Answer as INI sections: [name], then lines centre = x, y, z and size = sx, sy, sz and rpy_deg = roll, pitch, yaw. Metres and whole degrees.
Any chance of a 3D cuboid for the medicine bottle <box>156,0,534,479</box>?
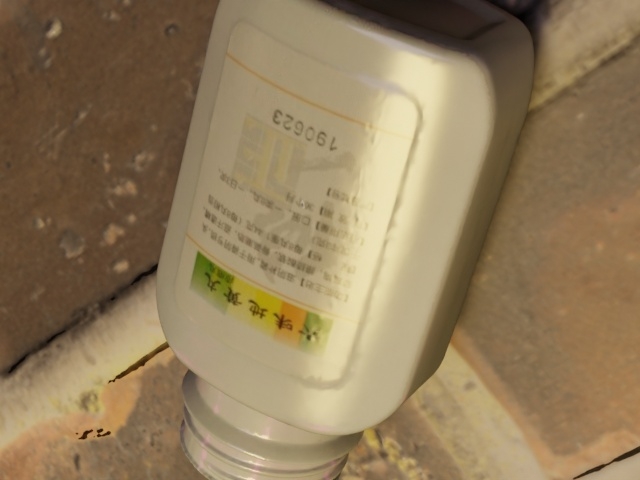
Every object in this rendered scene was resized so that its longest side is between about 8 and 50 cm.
[medicine bottle]
centre = 0.000, 0.000, 0.893
size = 0.179, 0.124, 0.324
rpy_deg = 25, 118, 18
